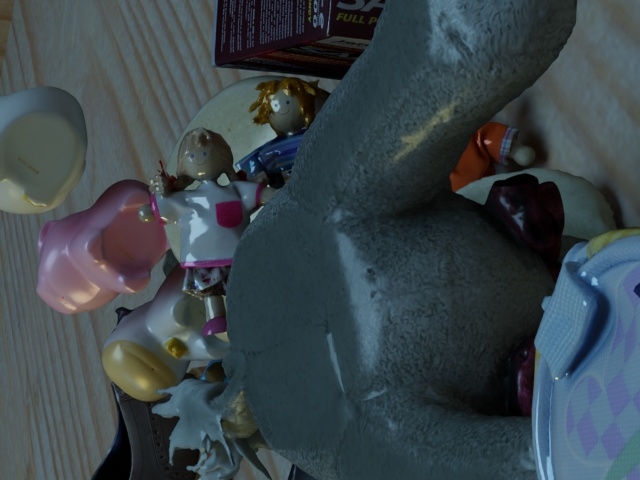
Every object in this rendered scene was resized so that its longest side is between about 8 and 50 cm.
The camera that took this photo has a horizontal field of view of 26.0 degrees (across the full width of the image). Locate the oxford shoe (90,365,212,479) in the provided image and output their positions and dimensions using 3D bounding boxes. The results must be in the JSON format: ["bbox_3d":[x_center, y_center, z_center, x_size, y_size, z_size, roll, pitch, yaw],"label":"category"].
[{"bbox_3d":[-0.181,0.292,1.394,0.130,0.132,0.364,-140,57,-62],"label":"oxford shoe"}]

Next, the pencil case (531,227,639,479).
[{"bbox_3d":[0.194,0.043,0.384,0.124,0.273,0.113,-127,39,-55],"label":"pencil case"}]

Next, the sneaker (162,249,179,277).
[{"bbox_3d":[-0.085,-0.008,1.312,0.118,0.083,0.222,-50,-15,-21],"label":"sneaker"}]

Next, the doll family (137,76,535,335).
[{"bbox_3d":[0.017,-0.036,0.929,0.118,0.263,0.163,1,-101,-76],"label":"doll family"}]

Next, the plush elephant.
[{"bbox_3d":[0.101,0.045,0.666,0.330,0.255,0.272,-36,63,52],"label":"plush elephant"}]

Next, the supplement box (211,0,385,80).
[{"bbox_3d":[0.019,-0.162,1.002,0.239,0.130,0.073,-176,90,-68],"label":"supplement box"}]

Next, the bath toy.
[{"bbox_3d":[-0.170,0.016,1.163,0.151,0.348,0.129,-46,24,-9],"label":"bath toy"}]

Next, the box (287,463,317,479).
[{"bbox_3d":[0.002,0.231,0.956,0.231,0.056,0.183,-157,86,-82],"label":"box"}]

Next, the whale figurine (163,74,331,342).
[{"bbox_3d":[0.000,0.000,1.053,0.216,0.141,0.272,-51,60,19],"label":"whale figurine"}]
